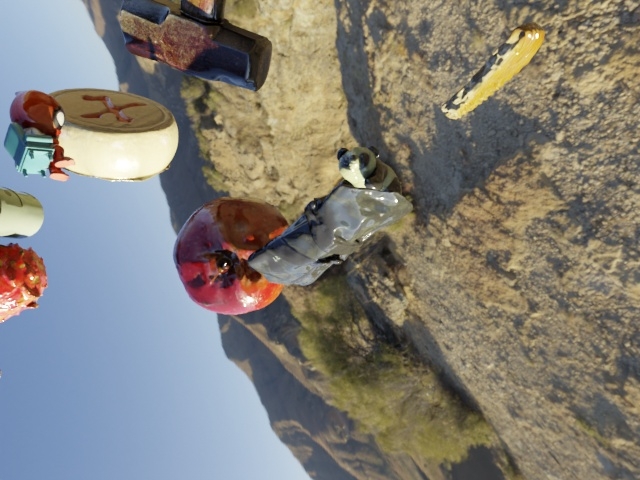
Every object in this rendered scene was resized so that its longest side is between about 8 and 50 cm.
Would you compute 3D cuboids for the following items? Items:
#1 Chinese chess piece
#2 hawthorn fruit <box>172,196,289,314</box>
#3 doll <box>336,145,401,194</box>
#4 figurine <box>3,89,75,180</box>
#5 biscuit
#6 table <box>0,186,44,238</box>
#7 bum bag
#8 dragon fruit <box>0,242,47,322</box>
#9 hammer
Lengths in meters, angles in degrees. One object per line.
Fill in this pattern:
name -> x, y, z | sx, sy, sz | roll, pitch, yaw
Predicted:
Chinese chess piece -> -0.561, -0.292, 1.087 | 0.338, 0.338, 0.140 | 54, 136, 42
hawthorn fruit -> -0.164, 0.029, 0.809 | 0.254, 0.254, 0.300 | 64, 171, -5
doll -> 0.138, -0.174, 1.159 | 0.144, 0.135, 0.234 | -5, 155, 44
figurine -> -0.409, -0.157, 0.584 | 0.068, 0.075, 0.140 | -38, 67, 36
biscuit -> 0.289, -0.278, 0.687 | 0.031, 0.176, 0.228 | 56, -169, 6
table -> -0.783, -0.071, 0.952 | 0.126, 0.127, 0.220 | 63, 177, 2
bum bag -> 0.000, 0.000, 0.647 | 0.137, 0.310, 0.074 | 23, -135, -34
dragon fruit -> -0.841, 0.109, 1.012 | 0.210, 0.268, 0.205 | 10, 113, 45
hammer -> -0.163, -0.435, 0.575 | 0.095, 0.243, 0.408 | -67, -1, -48
